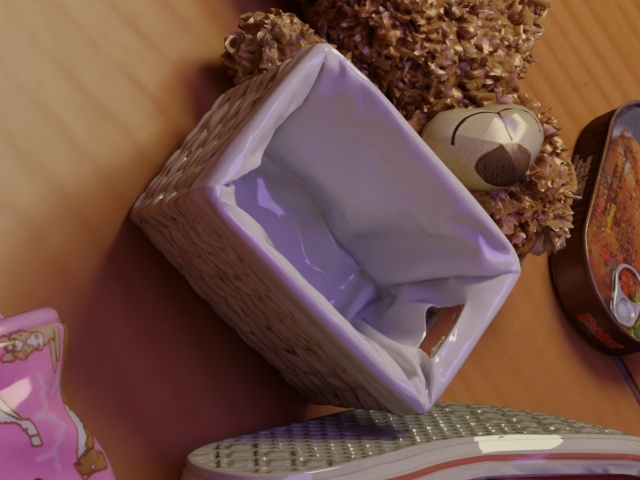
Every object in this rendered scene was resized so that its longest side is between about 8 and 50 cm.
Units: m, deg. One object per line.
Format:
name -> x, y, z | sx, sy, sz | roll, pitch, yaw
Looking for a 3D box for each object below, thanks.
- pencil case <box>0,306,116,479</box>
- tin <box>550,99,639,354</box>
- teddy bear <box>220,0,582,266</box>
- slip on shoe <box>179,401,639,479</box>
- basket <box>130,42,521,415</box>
pencil case -> -0.104, 0.212, 0.744 | 0.160, 0.167, 0.386 | -25, 91, -7
tin -> 0.205, -0.008, 1.258 | 0.106, 0.040, 0.189 | 39, 48, -22
teddy bear -> 0.051, -0.138, 1.101 | 0.245, 0.113, 0.338 | 13, 63, -40
slip on shoe -> 0.058, 0.143, 0.990 | 0.331, 0.123, 0.101 | -4, 98, -47
basket -> 0.000, 0.000, 0.974 | 0.167, 0.103, 0.113 | 46, 61, -19
